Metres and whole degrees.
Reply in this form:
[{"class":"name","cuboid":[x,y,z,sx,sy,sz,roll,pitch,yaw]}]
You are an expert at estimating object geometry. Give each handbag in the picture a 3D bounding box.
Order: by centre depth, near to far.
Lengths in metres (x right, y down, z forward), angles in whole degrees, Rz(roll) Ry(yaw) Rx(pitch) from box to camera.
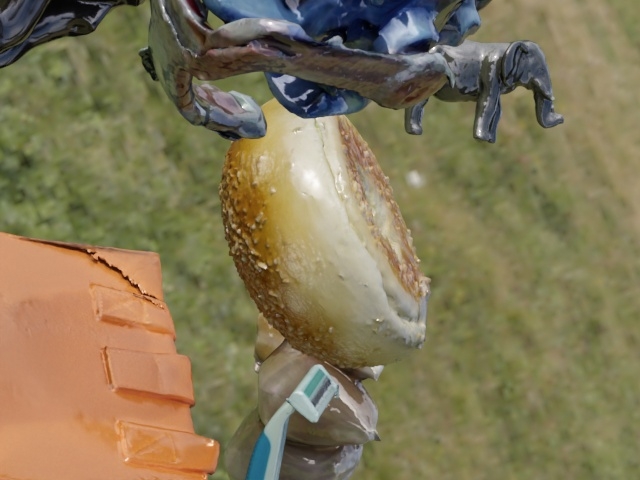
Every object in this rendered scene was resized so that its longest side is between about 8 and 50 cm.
[{"class":"handbag","cuboid":[-0.281,0.158,1.872,0.303,0.116,0.410,11,36,-26]}]

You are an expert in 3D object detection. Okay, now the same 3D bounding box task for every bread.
[{"class":"bread","cuboid":[0.000,0.000,1.769,0.305,0.159,0.305,60,11,-20]}]

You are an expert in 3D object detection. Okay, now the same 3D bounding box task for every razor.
[{"class":"razor","cuboid":[-0.028,0.162,0.919,0.068,0.037,0.191,-40,141,-77]}]

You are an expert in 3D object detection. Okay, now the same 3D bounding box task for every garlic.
[{"class":"garlic","cuboid":[-0.025,0.204,2.140,0.132,0.279,0.325,17,16,-14]}]

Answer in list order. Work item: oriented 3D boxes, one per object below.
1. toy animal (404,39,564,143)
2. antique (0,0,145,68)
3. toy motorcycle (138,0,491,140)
[{"class":"toy animal","cuboid":[0.214,-0.205,2.359,0.114,0.245,0.146,-160,-104,-73]},{"class":"antique","cuboid":[-0.229,-0.302,1.486,0.185,0.255,0.322,42,-33,34]},{"class":"toy motorcycle","cuboid":[-0.009,-0.178,1.253,0.319,0.241,0.182,20,68,-68]}]
